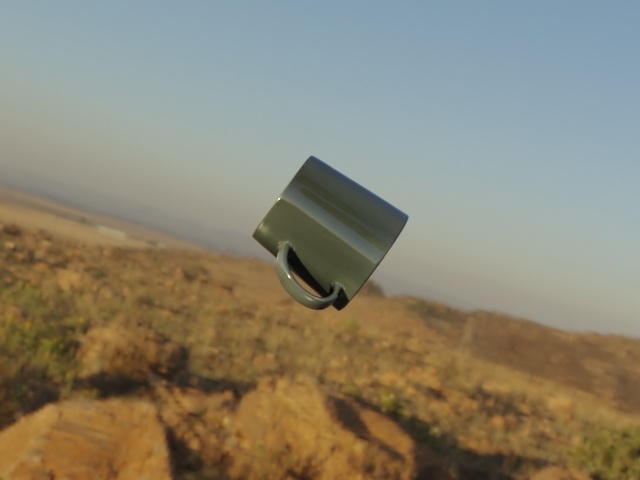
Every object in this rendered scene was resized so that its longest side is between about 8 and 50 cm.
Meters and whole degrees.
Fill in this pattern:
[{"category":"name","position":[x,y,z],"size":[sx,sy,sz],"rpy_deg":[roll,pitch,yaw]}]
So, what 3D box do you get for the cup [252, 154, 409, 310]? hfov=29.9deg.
[{"category":"cup","position":[0.000,0.000,0.778],"size":[0.077,0.100,0.078],"rpy_deg":[36,-45,-1]}]
